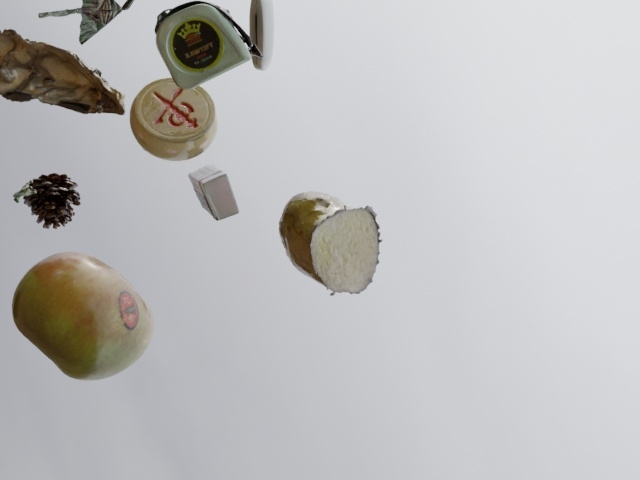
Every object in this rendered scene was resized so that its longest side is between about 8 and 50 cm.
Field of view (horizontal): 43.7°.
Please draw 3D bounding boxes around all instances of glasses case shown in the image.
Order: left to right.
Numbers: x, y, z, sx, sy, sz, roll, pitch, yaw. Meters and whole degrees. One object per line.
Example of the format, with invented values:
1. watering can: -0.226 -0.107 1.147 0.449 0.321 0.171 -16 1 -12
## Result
1. glasses case: -0.167 -0.603 2.282 0.059 0.092 0.233 9 -59 14

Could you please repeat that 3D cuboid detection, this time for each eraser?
1. eraser: -0.317 -0.146 2.379 0.287 0.086 0.130 -147 -144 -69

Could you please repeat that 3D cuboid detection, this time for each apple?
1. apple: -0.433 0.138 1.456 0.261 0.194 0.261 36 -20 15

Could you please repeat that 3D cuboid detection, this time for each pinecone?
1. pinecone: -0.773 -0.112 2.305 0.174 0.174 0.173 32 -48 45

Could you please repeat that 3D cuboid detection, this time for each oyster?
1. oyster: -0.506 -0.301 1.513 0.345 0.078 0.128 21 -92 15

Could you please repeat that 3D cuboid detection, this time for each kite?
1. kite: -0.697 -0.672 2.332 0.012 0.250 0.229 50 -39 35

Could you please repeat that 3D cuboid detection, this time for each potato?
1. potato: 0.000 0.000 2.323 0.237 0.301 0.288 11 -77 45

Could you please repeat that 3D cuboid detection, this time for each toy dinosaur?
1. toy dinosaur: -0.789 -0.134 2.122 0.119 0.060 0.029 50 -18 59

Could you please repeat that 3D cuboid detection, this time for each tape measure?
1. tape measure: -0.294 -0.510 2.021 0.207 0.235 0.115 64 -5 -17

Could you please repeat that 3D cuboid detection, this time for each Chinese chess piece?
1. Chinese chess piece: -0.412 -0.346 2.260 0.250 0.251 0.097 59 -24 17

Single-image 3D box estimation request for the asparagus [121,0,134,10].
1. asparagus: -0.457 -0.681 2.083 0.233 0.023 0.022 -40 -132 37
